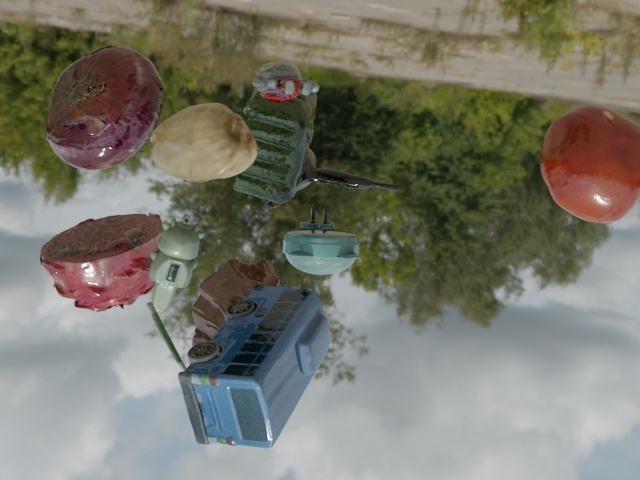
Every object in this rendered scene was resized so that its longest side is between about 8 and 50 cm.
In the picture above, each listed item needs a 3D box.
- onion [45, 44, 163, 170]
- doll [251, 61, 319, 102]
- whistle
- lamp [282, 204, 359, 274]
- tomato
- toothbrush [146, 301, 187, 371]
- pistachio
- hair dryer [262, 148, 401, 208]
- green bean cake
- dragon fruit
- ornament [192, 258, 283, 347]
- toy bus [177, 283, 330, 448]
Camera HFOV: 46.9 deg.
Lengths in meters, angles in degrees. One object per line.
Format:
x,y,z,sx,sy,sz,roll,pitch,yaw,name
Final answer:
-0.548,-0.333,1.958,0.347,0.348,0.285,13,166,34,onion
-0.072,-0.289,1.356,0.102,0.075,0.227,1,-163,-17,doll
-0.347,0.055,1.743,0.101,0.253,0.106,22,-164,10,whistle
-0.001,0.012,2.037,0.209,0.147,0.284,4,-155,-8,lamp
0.596,-0.169,1.582,0.259,0.260,0.180,3,161,-17,tomato
-0.312,0.245,1.589,0.024,0.257,0.018,-32,172,19,toothbrush
-0.224,-0.179,1.398,0.229,0.157,0.157,-1,-176,39,pistachio
0.033,-0.152,1.924,0.359,0.120,0.304,8,-154,9,hair dryer
-0.098,-0.239,1.713,0.156,0.250,0.247,15,-155,-1,green bean cake
-0.626,0.072,2.208,0.370,0.249,0.386,15,-148,42,dragon fruit
-0.121,0.176,1.422,0.221,0.235,0.217,46,173,-29,ornament
-0.074,0.156,0.972,0.133,0.116,0.234,-1,-155,22,toy bus
